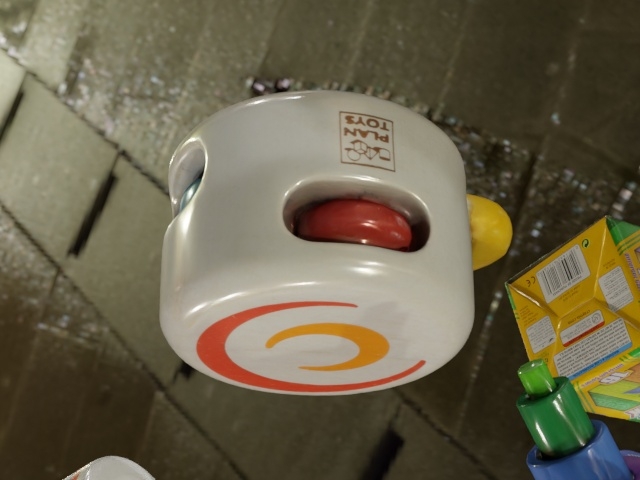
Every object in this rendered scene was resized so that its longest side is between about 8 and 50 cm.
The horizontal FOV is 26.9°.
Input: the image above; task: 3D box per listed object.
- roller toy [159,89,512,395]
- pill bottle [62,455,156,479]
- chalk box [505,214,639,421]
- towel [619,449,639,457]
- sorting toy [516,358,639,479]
[{"bbox_3d":[0.000,0.000,0.836,0.209,0.191,0.146,-13,60,24],"label":"roller toy"},{"bbox_3d":[-0.234,0.285,1.139,0.221,0.124,0.124,-33,52,21],"label":"pill bottle"},{"bbox_3d":[0.300,0.082,1.240,0.132,0.213,0.132,-38,52,36],"label":"chalk box"},{"bbox_3d":[0.524,0.379,1.612,0.040,0.243,0.336,-56,46,9],"label":"towel"},{"bbox_3d":[0.119,0.119,0.491,0.127,0.126,0.365,-27,9,4],"label":"sorting toy"}]
